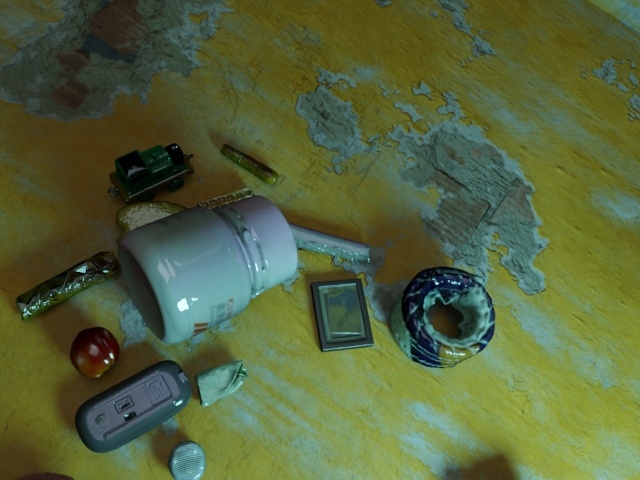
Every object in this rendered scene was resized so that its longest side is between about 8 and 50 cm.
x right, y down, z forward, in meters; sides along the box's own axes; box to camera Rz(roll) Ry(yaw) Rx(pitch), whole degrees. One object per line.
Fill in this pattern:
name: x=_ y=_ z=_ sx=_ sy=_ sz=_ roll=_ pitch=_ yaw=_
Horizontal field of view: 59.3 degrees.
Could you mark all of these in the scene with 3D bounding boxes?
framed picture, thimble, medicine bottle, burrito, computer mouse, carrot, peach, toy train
framed picture: x=0.051 y=0.177 z=1.347 sx=0.128 sy=0.023 sz=0.168 roll=-4 pitch=66 yaw=-14
thimble: x=0.292 y=0.178 z=1.329 sx=0.237 sy=0.150 sz=0.237 roll=5 pitch=63 yaw=-9
medicine bottle: x=-0.238 y=0.050 z=1.217 sx=0.325 sy=0.256 sz=0.256 roll=-24 pitch=72 yaw=-32
burrito: x=-0.213 y=0.307 z=1.218 sx=0.118 sy=0.044 sz=0.074 roll=-17 pitch=72 yaw=-17
computer mouse: x=-0.383 y=0.339 z=1.160 sx=0.232 sy=0.057 sz=0.120 roll=-29 pitch=74 yaw=-20
carrot: x=-0.187 y=-0.199 z=1.462 sx=0.171 sy=0.042 sz=0.042 roll=31 pitch=63 yaw=4
carrot: x=-0.554 y=0.096 z=1.234 sx=0.229 sy=0.069 sz=0.069 roll=-30 pitch=75 yaw=-22
peach: x=-0.474 y=0.231 z=1.172 sx=0.101 sy=0.100 sz=0.100 roll=5 pitch=65 yaw=-10
toy train: x=-0.406 y=-0.169 z=1.349 sx=0.228 sy=0.136 sz=0.091 roll=-30 pitch=75 yaw=-20

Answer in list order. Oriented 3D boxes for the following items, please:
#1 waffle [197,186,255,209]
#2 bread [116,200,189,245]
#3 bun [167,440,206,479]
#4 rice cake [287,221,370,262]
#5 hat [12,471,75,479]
waffle: x=-0.221 y=-0.070 z=1.393 sx=0.148 sy=0.042 sz=0.102 roll=-18 pitch=70 yaw=-20
bread: x=-0.384 y=-0.015 z=1.328 sx=0.188 sy=0.065 sz=0.149 roll=-4 pitch=77 yaw=-17
bun: x=-0.270 y=0.450 z=1.139 sx=0.083 sy=0.045 sz=0.083 roll=4 pitch=68 yaw=-11
rice cake: x=0.000 y=0.000 z=1.404 sx=0.270 sy=0.049 sz=0.055 roll=16 pitch=49 yaw=-3
hat: x=-0.481 y=0.530 z=1.020 sx=0.286 sy=0.107 sz=0.236 roll=-24 pitch=71 yaw=4
